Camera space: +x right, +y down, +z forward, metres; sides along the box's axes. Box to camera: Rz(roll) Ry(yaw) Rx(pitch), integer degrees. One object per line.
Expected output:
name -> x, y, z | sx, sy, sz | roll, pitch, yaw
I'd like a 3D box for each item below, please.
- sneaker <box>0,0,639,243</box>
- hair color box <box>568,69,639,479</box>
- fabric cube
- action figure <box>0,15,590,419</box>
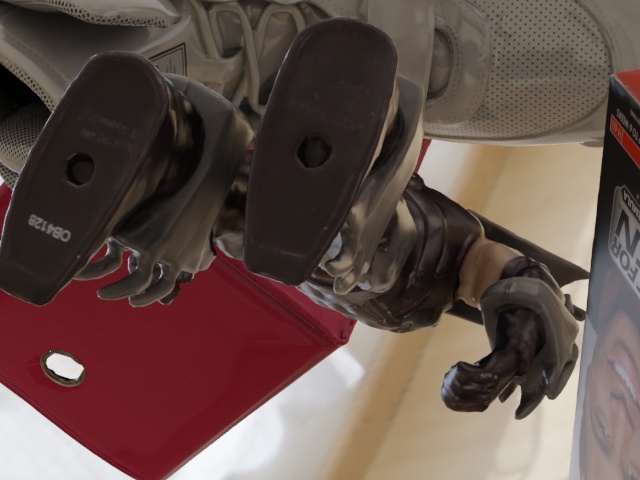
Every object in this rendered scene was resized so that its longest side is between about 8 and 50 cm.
sneaker -> -0.019, -0.081, 0.733 | 0.365, 0.137, 0.210 | 13, 35, 13
hair color box -> 0.101, 0.031, 0.417 | 0.043, 0.141, 0.072 | -8, 33, -10
fabric cube -> -0.112, -0.015, 1.214 | 0.258, 0.254, 0.259 | -40, 16, 42
action figure -> 0.000, 0.000, 0.576 | 0.185, 0.285, 0.099 | 11, 84, 19
